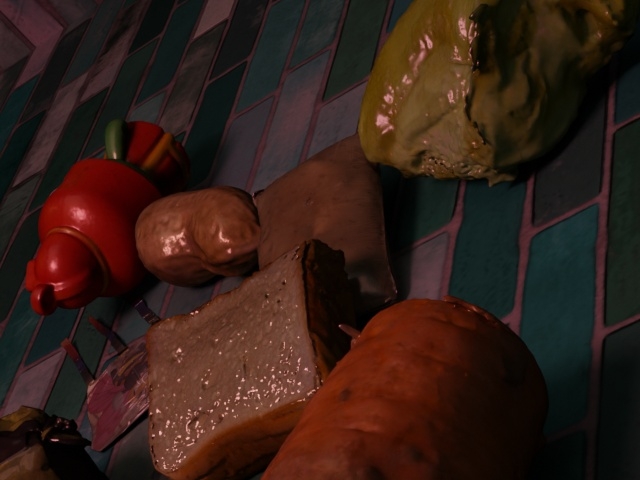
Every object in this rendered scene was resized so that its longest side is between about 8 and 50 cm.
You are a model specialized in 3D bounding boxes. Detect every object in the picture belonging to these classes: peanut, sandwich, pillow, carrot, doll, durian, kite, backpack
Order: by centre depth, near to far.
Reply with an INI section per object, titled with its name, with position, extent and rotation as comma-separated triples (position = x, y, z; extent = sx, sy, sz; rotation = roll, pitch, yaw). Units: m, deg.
[carrot]
position = 0.059, 0.225, 1.478
extent = 0.224, 0.224, 0.341
rotation = -25, 22, 35
[sandwich]
position = -0.078, 0.136, 1.921
extent = 0.251, 0.087, 0.226
rotation = -30, 49, 28
[backpack]
position = -0.289, 0.277, 1.948
extent = 0.140, 0.207, 0.253
rotation = -28, 16, -3
[durian]
position = 0.174, -0.192, 2.006
extent = 0.339, 0.204, 0.256
rotation = -3, 58, 52
[pillow]
position = 0.000, 0.000, 2.079
extent = 0.185, 0.075, 0.302
rotation = -28, 38, 20
[peanut]
position = -0.147, -0.003, 2.284
extent = 0.253, 0.122, 0.137
rotation = -10, 28, 46
[kite]
position = -0.250, 0.147, 2.320
extent = 0.204, 0.022, 0.360
rotation = -47, 24, 0
[doll]
position = -0.290, -0.019, 2.434
extent = 0.160, 0.183, 0.363
rotation = 4, 39, 30
